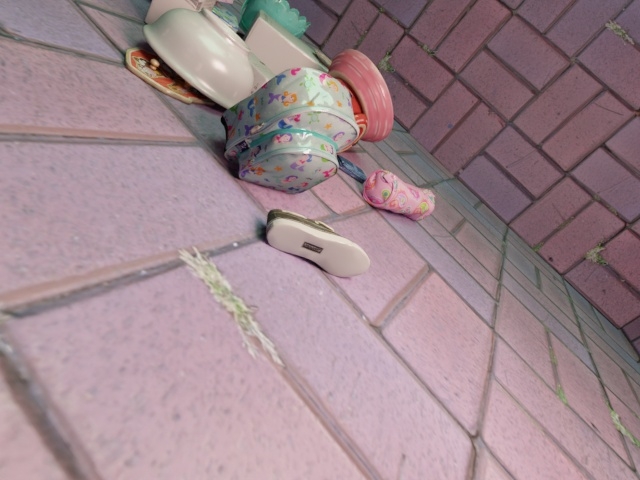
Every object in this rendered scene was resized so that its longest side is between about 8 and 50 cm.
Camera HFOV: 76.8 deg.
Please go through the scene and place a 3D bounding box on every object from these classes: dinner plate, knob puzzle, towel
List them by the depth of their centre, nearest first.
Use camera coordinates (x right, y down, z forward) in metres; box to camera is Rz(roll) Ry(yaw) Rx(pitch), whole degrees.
[{"bbox_3d":[-0.351,-0.382,0.915,0.213,0.030,0.213,33,27,-19],"label":"knob puzzle"},{"bbox_3d":[0.099,-0.235,1.319,0.119,0.029,0.067,27,28,-28],"label":"towel"},{"bbox_3d":[0.029,-0.700,1.588,0.141,0.017,0.141,33,27,-19],"label":"dinner plate"}]

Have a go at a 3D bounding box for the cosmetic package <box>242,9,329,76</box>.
[{"bbox_3d":[-0.091,-0.688,1.611,0.453,0.161,0.230,28,28,-25],"label":"cosmetic package"}]

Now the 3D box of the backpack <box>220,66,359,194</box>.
[{"bbox_3d":[-0.053,-0.217,0.821,0.225,0.253,0.191,11,59,-49],"label":"backpack"}]

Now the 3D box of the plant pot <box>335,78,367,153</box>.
[{"bbox_3d":[0.049,-0.395,1.315,0.174,0.191,0.191,52,27,12],"label":"plant pot"}]

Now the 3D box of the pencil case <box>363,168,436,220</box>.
[{"bbox_3d":[0.260,-0.141,1.294,0.284,0.124,0.124,10,40,-47],"label":"pencil case"}]

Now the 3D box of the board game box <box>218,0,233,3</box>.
[{"bbox_3d":[-0.511,-0.929,1.380,0.318,0.066,0.318,39,36,17],"label":"board game box"}]

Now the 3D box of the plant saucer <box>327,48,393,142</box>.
[{"bbox_3d":[0.119,-0.490,1.423,0.332,0.084,0.332,50,-18,22],"label":"plant saucer"}]

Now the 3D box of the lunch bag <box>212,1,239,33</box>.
[{"bbox_3d":[-0.387,-0.801,1.453,0.176,0.090,0.219,27,29,-31],"label":"lunch bag"}]

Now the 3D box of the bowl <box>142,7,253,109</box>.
[{"bbox_3d":[-0.269,-0.467,0.998,0.298,0.134,0.298,39,19,-16],"label":"bowl"}]

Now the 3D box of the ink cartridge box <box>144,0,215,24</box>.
[{"bbox_3d":[-0.360,-0.715,1.134,0.117,0.283,0.207,30,28,-16],"label":"ink cartridge box"}]

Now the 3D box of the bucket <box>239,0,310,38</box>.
[{"bbox_3d":[-0.202,-0.931,1.723,0.281,0.183,0.281,31,27,-17],"label":"bucket"}]

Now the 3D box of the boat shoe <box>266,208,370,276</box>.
[{"bbox_3d":[0.000,0.000,0.753,0.219,0.078,0.070,26,31,-27],"label":"boat shoe"}]

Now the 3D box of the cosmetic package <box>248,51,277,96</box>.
[{"bbox_3d":[-0.231,-0.536,1.263,0.231,0.085,0.117,47,25,9],"label":"cosmetic package"}]
